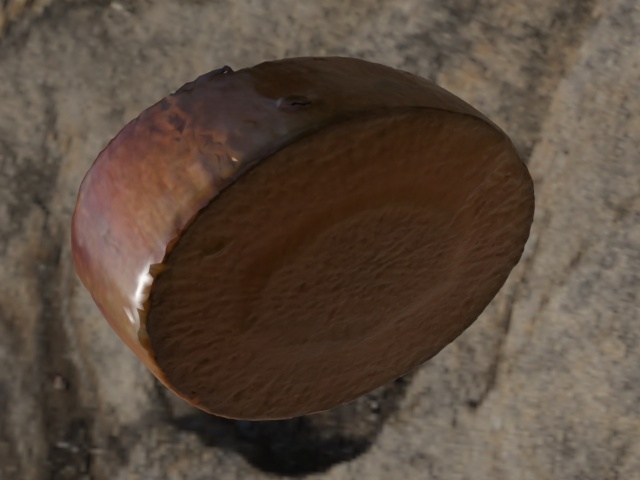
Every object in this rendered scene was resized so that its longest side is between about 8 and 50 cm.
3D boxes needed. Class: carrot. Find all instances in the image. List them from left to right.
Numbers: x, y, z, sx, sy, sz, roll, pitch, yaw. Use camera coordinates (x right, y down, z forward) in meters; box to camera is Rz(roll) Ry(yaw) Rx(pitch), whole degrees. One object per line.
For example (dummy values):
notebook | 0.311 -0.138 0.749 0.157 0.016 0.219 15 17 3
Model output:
carrot | 0.000 0.000 0.956 0.258 0.307 0.100 -55 50 28
